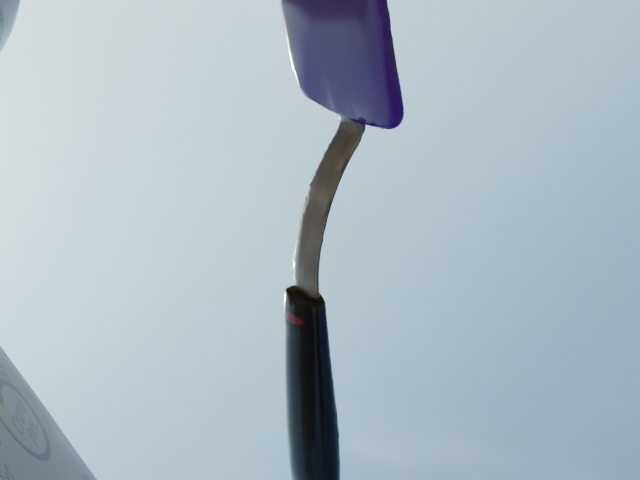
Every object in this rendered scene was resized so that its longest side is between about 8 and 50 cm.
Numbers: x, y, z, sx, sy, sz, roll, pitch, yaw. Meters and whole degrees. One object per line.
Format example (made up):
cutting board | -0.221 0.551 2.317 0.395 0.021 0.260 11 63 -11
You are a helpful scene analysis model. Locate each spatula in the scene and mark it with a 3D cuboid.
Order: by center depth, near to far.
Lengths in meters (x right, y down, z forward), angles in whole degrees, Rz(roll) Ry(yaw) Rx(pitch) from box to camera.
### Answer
spatula | 0.000 0.000 0.688 0.030 0.296 0.084 -10 -156 -34

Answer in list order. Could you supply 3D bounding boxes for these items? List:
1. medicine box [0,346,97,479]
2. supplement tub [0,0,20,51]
medicine box | -0.224 0.145 0.566 0.263 0.289 0.149 -34 -172 4
supplement tub | -0.278 -0.100 0.780 0.194 0.193 0.316 -9 -151 8
